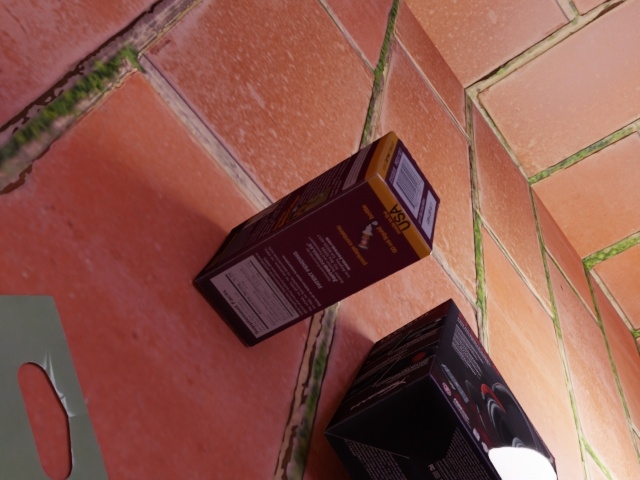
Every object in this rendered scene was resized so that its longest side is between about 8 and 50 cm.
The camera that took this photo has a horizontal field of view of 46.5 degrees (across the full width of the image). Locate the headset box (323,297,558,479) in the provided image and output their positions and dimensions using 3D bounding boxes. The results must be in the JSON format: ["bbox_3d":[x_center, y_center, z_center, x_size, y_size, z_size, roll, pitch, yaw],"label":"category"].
[{"bbox_3d":[0.134,0.195,0.725,0.218,0.110,0.293,58,16,1],"label":"headset box"}]

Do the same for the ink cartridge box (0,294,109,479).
[{"bbox_3d":[-0.186,0.089,0.354,0.235,0.056,0.171,6,57,-58],"label":"ink cartridge box"}]

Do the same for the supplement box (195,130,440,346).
[{"bbox_3d":[0.000,0.000,0.634,0.081,0.188,0.104,53,26,-15],"label":"supplement box"}]
